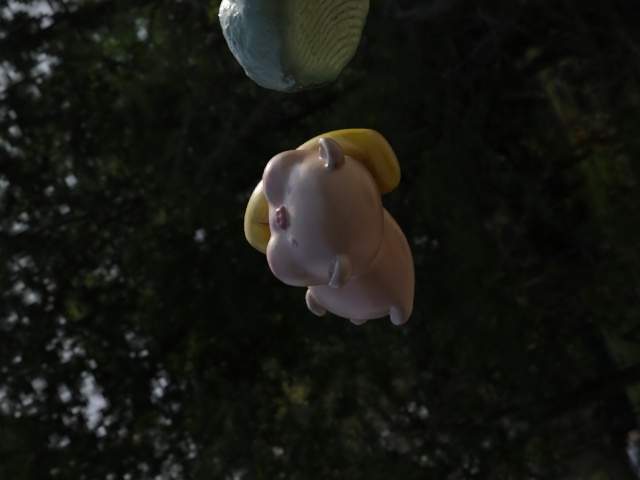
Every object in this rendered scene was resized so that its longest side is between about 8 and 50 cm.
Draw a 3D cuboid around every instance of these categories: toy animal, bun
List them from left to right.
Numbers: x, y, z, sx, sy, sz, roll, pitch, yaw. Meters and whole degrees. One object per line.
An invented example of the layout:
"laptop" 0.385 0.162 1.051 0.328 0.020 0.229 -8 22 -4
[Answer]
"bun" -0.033 -0.245 1.278 0.195 0.118 0.195 -43 -40 -53
"toy animal" 0.000 0.000 0.668 0.082 0.091 0.114 -61 -39 -73
